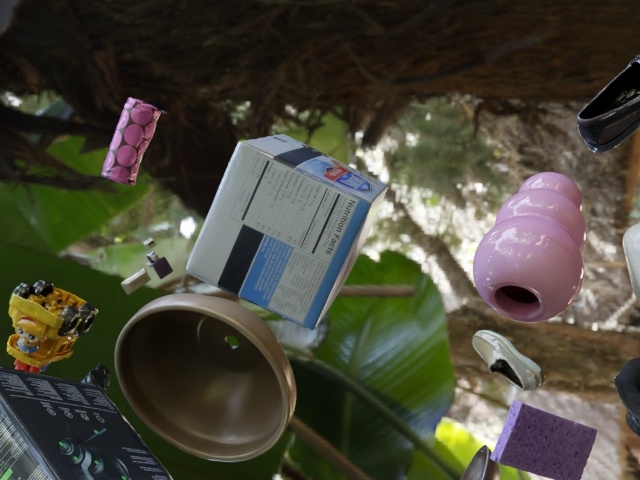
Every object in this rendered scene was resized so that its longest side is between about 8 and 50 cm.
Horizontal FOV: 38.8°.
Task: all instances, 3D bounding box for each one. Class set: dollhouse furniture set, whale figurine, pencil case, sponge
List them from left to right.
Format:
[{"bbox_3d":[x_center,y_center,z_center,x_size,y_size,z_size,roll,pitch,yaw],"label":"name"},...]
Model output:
[{"bbox_3d":[-0.455,-0.235,2.204,0.098,0.095,0.209,37,-106,-79],"label":"pencil case"},{"bbox_3d":[-0.412,0.061,2.048,0.114,0.081,0.091,-35,-74,-24],"label":"dollhouse furniture set"},{"bbox_3d":[0.417,0.377,1.682,0.210,0.031,0.117,23,-93,-28],"label":"sponge"},{"bbox_3d":[0.636,0.074,1.616,0.272,0.141,0.216,-90,-20,-55],"label":"whale figurine"}]

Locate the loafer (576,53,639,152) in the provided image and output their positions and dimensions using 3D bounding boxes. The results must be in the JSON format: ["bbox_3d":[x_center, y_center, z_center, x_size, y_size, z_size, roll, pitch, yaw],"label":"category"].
[{"bbox_3d":[0.625,-0.303,1.771,0.302,0.109,0.095,-45,-50,6],"label":"loafer"}]

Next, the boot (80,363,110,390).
[{"bbox_3d":[-0.444,0.288,1.713,0.099,0.045,0.121,-47,9,2],"label":"boot"}]

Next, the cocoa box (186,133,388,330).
[{"bbox_3d":[-0.040,-0.027,1.531,0.347,0.228,0.231,-43,-23,-78],"label":"cocoa box"}]

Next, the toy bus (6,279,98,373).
[{"bbox_3d":[-0.622,0.210,2.013,0.211,0.149,0.220,-62,-6,3],"label":"toy bus"}]

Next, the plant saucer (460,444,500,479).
[{"bbox_3d":[0.311,0.586,1.925,0.310,0.050,0.311,24,-90,-83],"label":"plant saucer"}]

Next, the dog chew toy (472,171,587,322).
[{"bbox_3d":[0.419,-0.003,1.757,0.207,0.206,0.332,79,-151,-45],"label":"dog chew toy"}]

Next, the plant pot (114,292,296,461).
[{"bbox_3d":[-0.131,0.156,1.156,0.110,0.237,0.237,-53,-34,-55],"label":"plant pot"}]

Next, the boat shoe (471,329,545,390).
[{"bbox_3d":[0.372,0.247,1.877,0.072,0.190,0.068,-18,-58,-30],"label":"boat shoe"}]

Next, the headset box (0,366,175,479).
[{"bbox_3d":[-0.330,0.312,1.185,0.131,0.283,0.246,-51,-29,5],"label":"headset box"}]

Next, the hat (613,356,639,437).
[{"bbox_3d":[0.892,0.456,2.360,0.331,0.331,0.134,-48,-22,-58],"label":"hat"}]
